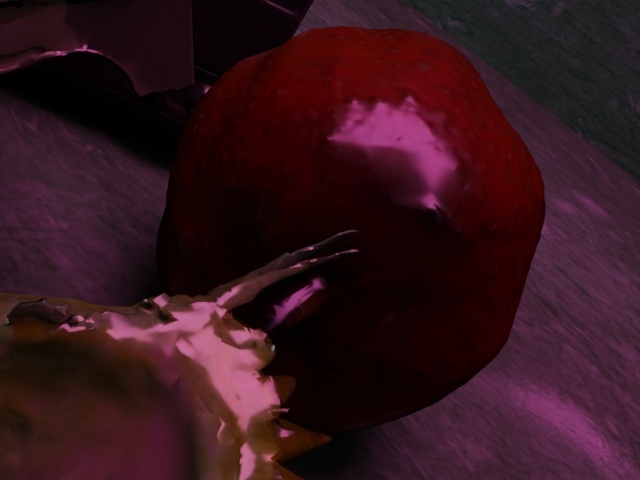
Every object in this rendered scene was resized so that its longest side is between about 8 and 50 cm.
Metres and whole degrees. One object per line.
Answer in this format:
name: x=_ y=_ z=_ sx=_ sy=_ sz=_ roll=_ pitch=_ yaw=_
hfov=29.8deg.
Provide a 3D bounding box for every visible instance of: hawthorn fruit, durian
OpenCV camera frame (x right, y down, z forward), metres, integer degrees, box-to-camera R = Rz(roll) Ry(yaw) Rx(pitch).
hawthorn fruit: x=0.000 y=0.000 z=0.736 sx=0.254 sy=0.254 sz=0.300 roll=39 pitch=33 yaw=7
durian: x=-0.172 y=0.071 z=0.347 sx=0.356 sy=0.169 sz=0.157 roll=6 pitch=12 yaw=-2

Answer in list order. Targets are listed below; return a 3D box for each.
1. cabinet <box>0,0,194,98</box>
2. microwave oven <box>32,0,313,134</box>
cabinet: x=-0.215 y=-0.250 z=0.621 sx=0.227 sy=0.318 sz=0.290 roll=-12 pitch=32 yaw=-21
microwave oven: x=-0.187 y=-0.298 z=0.933 sx=0.394 sy=0.333 sz=0.247 roll=21 pitch=20 yaw=-29
